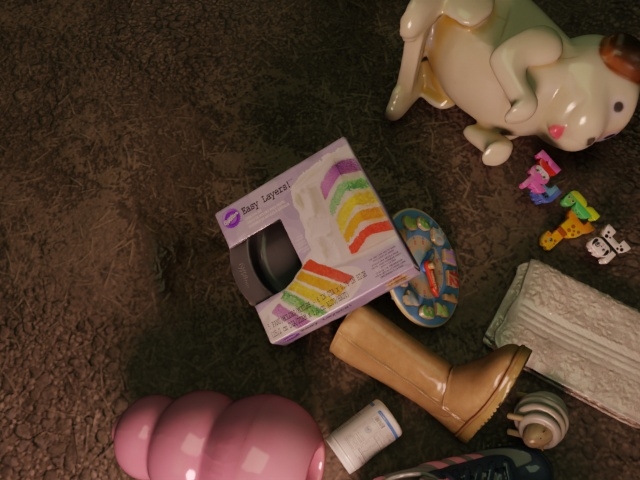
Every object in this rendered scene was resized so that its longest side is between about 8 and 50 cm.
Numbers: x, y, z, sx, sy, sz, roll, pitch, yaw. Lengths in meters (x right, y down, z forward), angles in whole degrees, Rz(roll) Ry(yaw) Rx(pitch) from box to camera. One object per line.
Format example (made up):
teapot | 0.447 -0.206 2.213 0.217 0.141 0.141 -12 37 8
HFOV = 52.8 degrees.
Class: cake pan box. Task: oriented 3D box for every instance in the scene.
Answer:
cake pan box | -0.014 0.004 1.028 0.267 0.070 0.245 -29 70 11

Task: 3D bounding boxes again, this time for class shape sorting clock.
shape sorting clock | 0.174 0.044 1.090 0.040 0.206 0.206 -17 59 39

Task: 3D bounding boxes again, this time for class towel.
towel | 0.434 0.163 1.080 0.282 0.049 0.187 27 71 15

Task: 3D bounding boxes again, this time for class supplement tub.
supplement tub | 0.069 0.311 1.029 0.107 0.071 0.071 -34 68 -10

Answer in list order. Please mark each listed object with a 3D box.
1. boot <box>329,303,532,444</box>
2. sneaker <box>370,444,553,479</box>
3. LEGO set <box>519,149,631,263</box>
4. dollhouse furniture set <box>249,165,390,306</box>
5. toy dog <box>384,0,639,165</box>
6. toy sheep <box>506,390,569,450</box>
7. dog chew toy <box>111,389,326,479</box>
boot | 0.158 0.178 1.005 0.269 0.236 0.089 34 40 15
sneaker | 0.203 0.377 0.957 0.319 0.131 0.112 -15 66 -3
LEGO set | 0.421 -0.038 1.145 0.093 0.087 0.227 -42 89 -6
dollhouse furniture set | 0.000 0.000 1.164 0.262 0.135 0.259 -8 77 1
toy dog | 0.377 -0.308 1.202 0.408 0.284 0.395 29 51 15
toy sheep | 0.345 0.278 1.013 0.091 0.091 0.132 27 37 15
dog chew toy | -0.165 0.320 0.980 0.332 0.206 0.206 9 67 16
